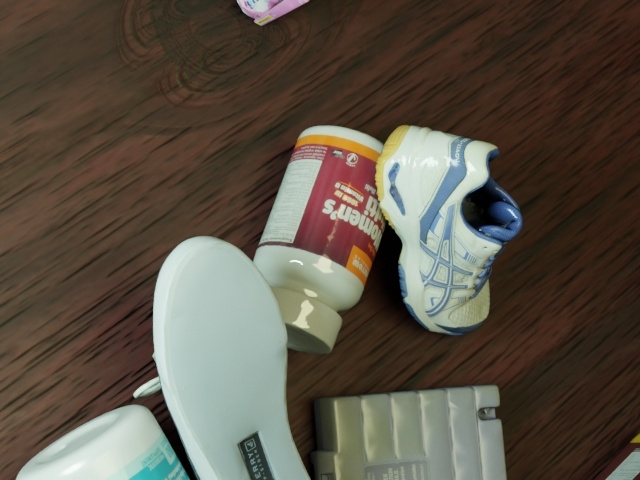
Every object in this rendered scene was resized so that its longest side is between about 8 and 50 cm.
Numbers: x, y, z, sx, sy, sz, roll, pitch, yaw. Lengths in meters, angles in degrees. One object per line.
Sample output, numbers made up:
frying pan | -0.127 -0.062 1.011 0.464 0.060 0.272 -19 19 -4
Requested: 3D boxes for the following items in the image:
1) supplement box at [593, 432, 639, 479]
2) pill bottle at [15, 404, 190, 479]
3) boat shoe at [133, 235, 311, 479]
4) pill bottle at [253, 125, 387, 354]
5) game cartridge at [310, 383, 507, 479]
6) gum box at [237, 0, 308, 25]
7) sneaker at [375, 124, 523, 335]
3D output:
supplement box | 0.399 0.327 1.677 0.194 0.191 0.129 -38 101 -27
pill bottle | -0.166 0.300 1.395 0.146 0.146 0.264 -33 99 -29
boat shoe | -0.099 0.159 1.447 0.136 0.156 0.367 -28 114 -25
pill bottle | 0.000 0.000 1.548 0.121 0.121 0.221 27 70 -23
game cartridge | 0.104 0.340 1.590 0.230 0.068 0.355 -1 83 -25
gum box | -0.010 -0.318 1.600 0.062 0.107 0.188 48 63 -14
sneaker | 0.153 0.006 1.563 0.112 0.131 0.296 -63 147 -32
